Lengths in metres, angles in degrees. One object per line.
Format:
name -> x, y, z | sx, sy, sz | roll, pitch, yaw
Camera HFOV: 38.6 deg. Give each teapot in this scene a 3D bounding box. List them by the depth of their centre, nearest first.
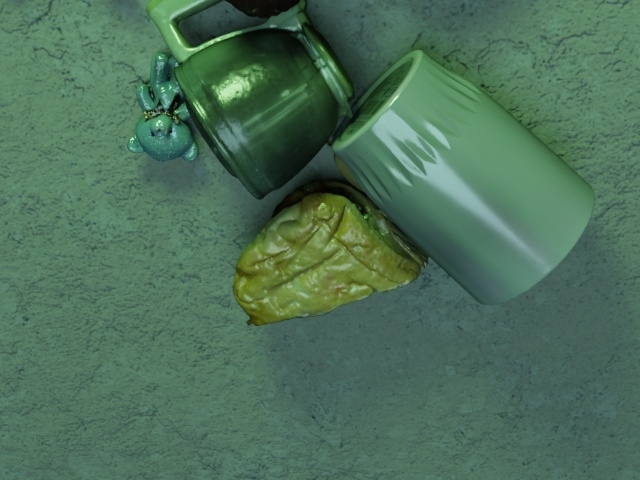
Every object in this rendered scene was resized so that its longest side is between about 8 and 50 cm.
teapot -> -0.090, -0.249, 1.405 | 0.239, 0.321, 0.239 | -33, 155, 2

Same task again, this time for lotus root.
lotus root -> 0.070, -0.125, 1.510 | 0.150, 0.062, 0.073 | 42, 115, -19

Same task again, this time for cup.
cup -> 0.218, -0.097, 1.405 | 0.371, 0.253, 0.253 | 41, 115, -15

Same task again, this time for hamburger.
hamburger -> -0.001, -0.001, 1.533 | 0.330, 0.162, 0.209 | -16, 115, 16

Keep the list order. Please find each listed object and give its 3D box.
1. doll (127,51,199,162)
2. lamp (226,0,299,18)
doll -> -0.251, -0.209, 1.484 | 0.120, 0.075, 0.180 | 8, 121, -3
lamp -> -0.082, -0.424, 1.234 | 0.247, 0.247, 0.247 | 2, 120, 4
